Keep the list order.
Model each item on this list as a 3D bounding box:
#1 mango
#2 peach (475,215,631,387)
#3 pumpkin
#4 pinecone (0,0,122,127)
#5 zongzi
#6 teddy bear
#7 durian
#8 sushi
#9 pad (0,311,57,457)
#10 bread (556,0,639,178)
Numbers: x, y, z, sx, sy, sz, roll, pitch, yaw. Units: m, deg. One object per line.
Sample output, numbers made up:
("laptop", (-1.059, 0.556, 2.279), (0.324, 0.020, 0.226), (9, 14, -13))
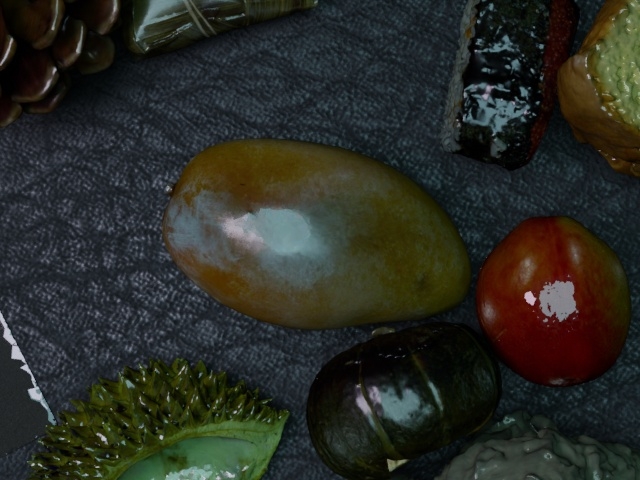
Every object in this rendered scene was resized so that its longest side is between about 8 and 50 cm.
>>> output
("mango", (0.000, 0.000, 1.565), (0.384, 0.199, 0.221), (17, 83, -7))
("peach", (0.270, 0.080, 1.540), (0.197, 0.197, 0.197), (0, 89, 5))
("pumpkin", (0.091, 0.177, 1.531), (0.238, 0.238, 0.159), (-30, 78, 4))
("pinecone", (-0.425, -0.303, 1.497), (0.384, 0.384, 0.384), (0, 89, 5))
("zongzi", (-0.150, -0.364, 1.629), (0.241, 0.111, 0.247), (-16, 85, -3))
("teddy bear", (0.172, 0.353, 1.529), (0.367, 0.224, 0.357), (-9, 44, 35))
("durian", (-0.231, 0.279, 1.639), (0.394, 0.163, 0.198), (-40, 125, 7))
("sushi", (0.217, -0.202, 1.576), (0.126, 0.136, 0.225), (18, 86, -3))
("pad", (-0.440, 0.175, 1.688), (0.143, 0.003, 0.211), (-27, 86, 4))
("bread", (0.409, -0.161, 1.529), (0.340, 0.179, 0.194), (23, 86, -17))
